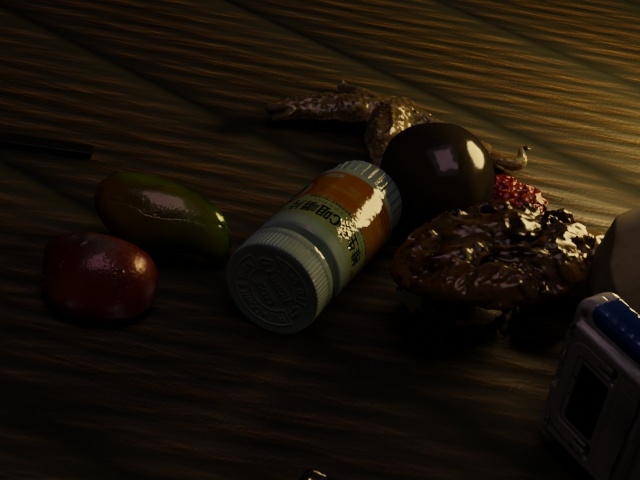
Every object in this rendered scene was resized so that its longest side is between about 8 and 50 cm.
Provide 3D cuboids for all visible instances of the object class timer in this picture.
[{"bbox_3d":[0.378,0.212,1.737,0.078,0.253,0.178,-14,40,-30],"label":"timer"}]

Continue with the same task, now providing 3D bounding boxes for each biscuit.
[{"bbox_3d":[0.261,0.011,1.958,0.290,0.081,0.334,7,24,27],"label":"biscuit"}]

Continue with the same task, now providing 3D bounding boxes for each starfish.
[{"bbox_3d":[0.128,-0.194,2.408,0.432,0.082,0.324,32,37,24],"label":"starfish"}]

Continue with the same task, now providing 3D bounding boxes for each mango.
[{"bbox_3d":[-0.247,-0.033,2.048,0.233,0.111,0.125,27,69,7],"label":"mango"}]

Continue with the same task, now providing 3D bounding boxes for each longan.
[{"bbox_3d":[0.193,-0.105,2.188,0.197,0.196,0.220,20,17,14],"label":"longan"}]

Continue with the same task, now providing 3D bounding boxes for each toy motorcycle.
[{"bbox_3d":[0.227,0.072,2.042,0.221,0.102,0.150,-13,20,-35],"label":"toy motorcycle"}]

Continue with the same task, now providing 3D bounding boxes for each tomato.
[{"bbox_3d":[-0.325,0.034,1.938,0.173,0.099,0.189,1,34,-11],"label":"tomato"}]

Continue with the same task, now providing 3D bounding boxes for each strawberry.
[{"bbox_3d":[0.327,-0.062,2.268,0.121,0.082,0.188,-5,40,-16],"label":"strawberry"}]

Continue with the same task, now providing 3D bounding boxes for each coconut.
[{"bbox_3d":[0.560,0.069,1.920,0.323,0.323,0.323,7,35,-5],"label":"coconut"}]

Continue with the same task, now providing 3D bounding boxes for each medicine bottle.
[{"bbox_3d":[0.000,0.000,2.023,0.158,0.158,0.318,23,36,18],"label":"medicine bottle"}]

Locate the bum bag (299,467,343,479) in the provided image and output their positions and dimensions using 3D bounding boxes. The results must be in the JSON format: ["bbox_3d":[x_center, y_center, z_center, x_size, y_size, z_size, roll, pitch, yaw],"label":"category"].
[{"bbox_3d":[-0.031,0.380,1.544,0.137,0.074,0.310,37,47,15],"label":"bum bag"}]

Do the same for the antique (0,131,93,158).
[{"bbox_3d":[-0.487,-0.164,2.251,0.192,0.015,0.031,8,36,-3],"label":"antique"}]

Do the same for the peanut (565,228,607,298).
[{"bbox_3d":[0.429,0.038,2.114,0.159,0.109,0.140,-1,24,-15],"label":"peanut"}]
